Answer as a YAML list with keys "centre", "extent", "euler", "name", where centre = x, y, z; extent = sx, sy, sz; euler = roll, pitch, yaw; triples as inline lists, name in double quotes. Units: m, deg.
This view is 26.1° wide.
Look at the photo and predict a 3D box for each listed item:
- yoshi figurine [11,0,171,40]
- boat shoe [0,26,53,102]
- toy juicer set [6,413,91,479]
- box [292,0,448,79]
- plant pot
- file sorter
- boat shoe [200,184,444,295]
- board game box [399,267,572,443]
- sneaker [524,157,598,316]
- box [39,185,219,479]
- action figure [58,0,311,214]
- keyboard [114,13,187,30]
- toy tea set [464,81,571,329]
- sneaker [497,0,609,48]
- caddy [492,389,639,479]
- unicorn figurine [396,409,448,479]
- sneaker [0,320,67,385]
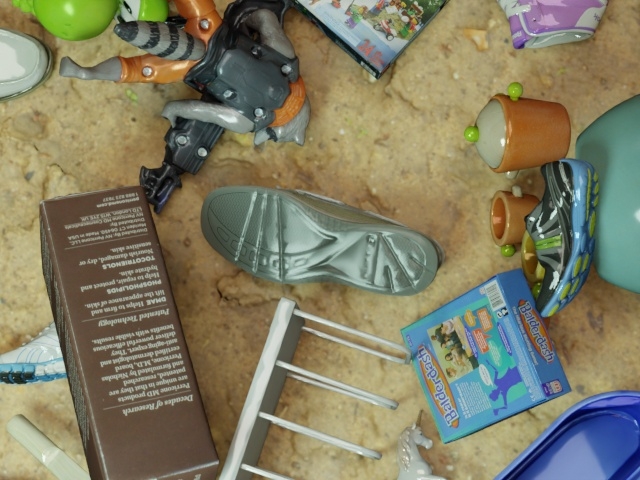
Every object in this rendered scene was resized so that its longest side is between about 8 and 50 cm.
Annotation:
- centre: [-0.349, -0.400, 1.816]
  extent: [0.203, 0.203, 0.362]
  euler: [-38, 75, 0]
  name: "yoshi figurine"
- centre: [-0.520, -0.253, 1.870]
  extent: [0.302, 0.103, 0.113]
  euler: [3, 80, 5]
  name: "boat shoe"
- centre: [-0.422, 0.343, 1.763]
  extent: [0.329, 0.089, 0.209]
  euler: [-34, 63, 4]
  name: "toy juicer set"
- centre: [0.044, -0.353, 1.857]
  extent: [0.233, 0.044, 0.159]
  euler: [41, 83, 3]
  name: "box"
- centre: [0.441, -0.059, 1.674]
  extent: [0.235, 0.293, 0.293]
  euler: [-10, 78, 19]
  name: "plant pot"
- centre: [-0.006, 0.237, 1.691]
  extent: [0.173, 0.193, 0.277]
  euler: [18, 81, 5]
  name: "file sorter"
- centre: [0.002, -0.002, 1.792]
  extent: [0.320, 0.103, 0.118]
  euler: [10, 99, 12]
  name: "boat shoe"
- centre: [0.197, 0.145, 1.690]
  extent: [0.047, 0.210, 0.160]
  euler: [-12, 76, -36]
  name: "board game box"
- centre: [0.275, -0.004, 1.607]
  extent: [0.078, 0.067, 0.188]
  euler: [12, 103, 32]
  name: "sneaker"
- centre: [-0.238, 0.143, 1.670]
  extent: [0.143, 0.191, 0.381]
  euler: [-9, 63, -15]
  name: "box"
- centre: [-0.157, -0.188, 1.758]
  extent: [0.330, 0.178, 0.341]
  euler: [22, 95, -30]
  name: "action figure"
- centre: [-0.179, -0.370, 1.904]
  extent: [0.317, 0.033, 0.201]
  euler: [4, 80, 6]
  name: "keyboard"
- centre: [0.228, -0.032, 1.718]
  extent: [0.124, 0.200, 0.336]
  euler: [-1, 83, -12]
  name: "toy tea set"
- centre: [0.243, -0.344, 1.830]
  extent: [0.282, 0.102, 0.161]
  euler: [16, 84, 7]
  name: "sneaker"
- centre: [0.330, 0.337, 1.649]
  extent: [0.341, 0.179, 0.241]
  euler: [-43, 80, -4]
  name: "caddy"
- centre: [0.119, 0.308, 1.731]
  extent: [0.111, 0.060, 0.162]
  euler: [38, 84, 10]
  name: "unicorn figurine"
- centre: [-0.355, 0.142, 1.805]
  extent: [0.191, 0.071, 0.083]
  euler: [-5, 72, -5]
  name: "sneaker"
